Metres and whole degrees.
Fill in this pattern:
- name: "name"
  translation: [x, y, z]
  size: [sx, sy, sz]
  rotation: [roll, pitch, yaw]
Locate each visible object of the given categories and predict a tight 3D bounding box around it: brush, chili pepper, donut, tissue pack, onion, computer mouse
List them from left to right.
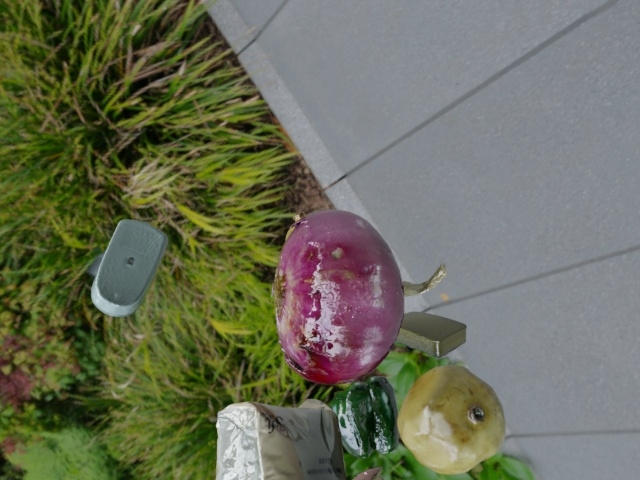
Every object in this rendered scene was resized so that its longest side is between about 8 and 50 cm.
- name: "computer mouse"
  translation: [-0.445, 0.064, 1.378]
  size: [0.127, 0.231, 0.079]
  rotation: [26, 161, -14]
- name: "tissue pack"
  translation: [-0.071, 0.532, 1.275]
  size: [0.195, 0.375, 0.391]
  rotation: [-20, 65, 27]
- name: "onion"
  translation: [0.047, 0.129, 1.241]
  size: [0.344, 0.359, 0.358]
  rotation: [28, 145, -15]
- name: "chili pepper"
  translation: [0.160, 0.610, 2.051]
  size: [0.248, 0.233, 0.257]
  rotation: [43, -148, -73]
- name: "donut"
  translation: [0.115, 0.640, 1.468]
  size: [0.116, 0.166, 0.065]
  rotation: [-21, 105, 10]
- name: "brush"
  translation: [0.272, 0.239, 1.545]
  size: [0.197, 0.123, 0.059]
  rotation: [11, 113, 52]

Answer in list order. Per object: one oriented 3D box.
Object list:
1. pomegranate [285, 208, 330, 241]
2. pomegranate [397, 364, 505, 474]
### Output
- name: "pomegranate"
  translation: [0.000, 0.000, 1.756]
  size: [0.215, 0.215, 0.216]
  rotation: [27, 136, 30]
- name: "pomegranate"
  translation: [0.405, 0.553, 1.856]
  size: [0.332, 0.332, 0.333]
  rotation: [27, 136, 30]
